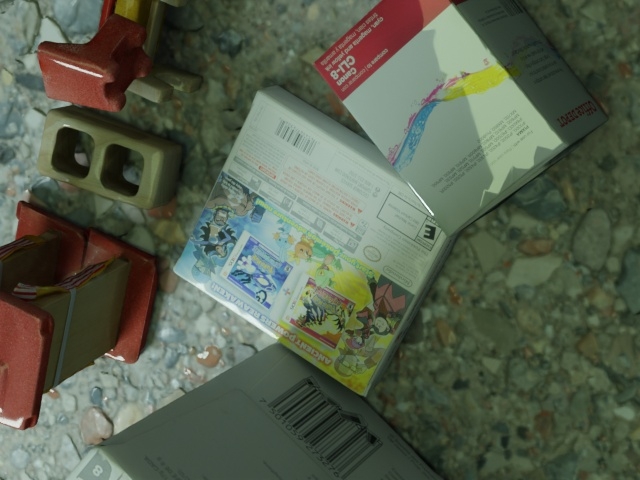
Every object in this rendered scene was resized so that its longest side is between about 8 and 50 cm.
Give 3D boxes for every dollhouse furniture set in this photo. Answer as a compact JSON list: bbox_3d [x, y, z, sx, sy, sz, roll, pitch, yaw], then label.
[{"bbox_3d":[-0.229,-0.052,1.561,0.152,0.201,0.374,20,110,18],"label":"dollhouse furniture set"}]

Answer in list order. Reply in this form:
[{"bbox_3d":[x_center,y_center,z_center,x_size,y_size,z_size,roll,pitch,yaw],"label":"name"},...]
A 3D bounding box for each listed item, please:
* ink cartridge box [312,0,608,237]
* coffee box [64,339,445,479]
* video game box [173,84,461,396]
[{"bbox_3d":[0.112,-0.115,1.437,0.127,0.128,0.176,-40,84,26],"label":"ink cartridge box"},{"bbox_3d":[-0.071,0.337,1.507,0.337,0.338,0.334,45,115,9],"label":"coffee box"},{"bbox_3d":[0.000,0.000,1.559,0.205,0.048,0.187,33,111,14],"label":"video game box"}]
